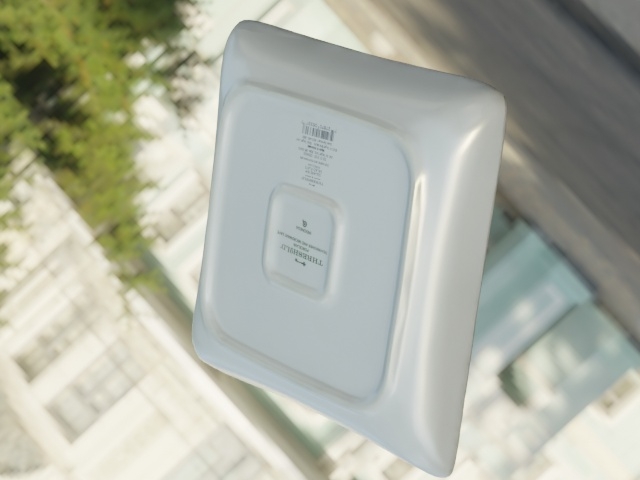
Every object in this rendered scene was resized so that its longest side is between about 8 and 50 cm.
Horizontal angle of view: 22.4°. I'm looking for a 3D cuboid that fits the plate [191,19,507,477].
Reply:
[{"bbox_3d":[0.000,0.000,1.156,0.045,0.278,0.277,-7,-159,-43],"label":"plate"}]
